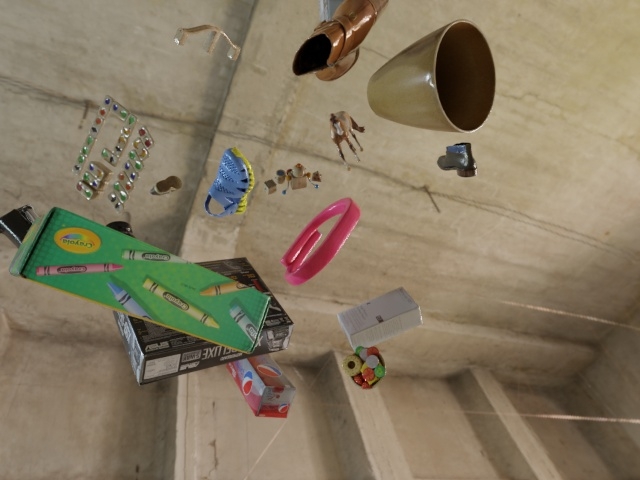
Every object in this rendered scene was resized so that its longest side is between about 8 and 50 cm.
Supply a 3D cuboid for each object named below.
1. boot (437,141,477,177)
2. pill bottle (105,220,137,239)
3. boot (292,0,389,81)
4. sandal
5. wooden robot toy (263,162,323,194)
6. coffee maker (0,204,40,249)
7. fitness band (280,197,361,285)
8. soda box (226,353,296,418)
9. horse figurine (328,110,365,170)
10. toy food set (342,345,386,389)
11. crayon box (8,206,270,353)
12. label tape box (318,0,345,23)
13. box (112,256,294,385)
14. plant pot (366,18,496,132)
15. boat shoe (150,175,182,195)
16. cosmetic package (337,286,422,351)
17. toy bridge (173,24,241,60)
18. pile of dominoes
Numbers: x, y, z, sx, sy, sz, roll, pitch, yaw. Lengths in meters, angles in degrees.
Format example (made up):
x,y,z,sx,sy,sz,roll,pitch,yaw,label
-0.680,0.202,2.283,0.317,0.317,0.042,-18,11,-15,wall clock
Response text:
x,y,z,sx,sy,sz,roll,pitch,yaw,label
0.455,-0.287,1.598,0.082,0.106,0.219,-16,-157,-11,boot
-0.693,0.048,1.655,0.122,0.123,0.219,1,-124,-34,pill bottle
0.016,-0.395,1.017,0.109,0.283,0.220,46,-122,-13,boot
-0.308,-0.174,1.580,0.138,0.317,0.126,-27,-115,-31,sandal
-0.070,-0.180,1.273,0.173,0.079,0.076,-12,-124,-14,wooden robot toy
-0.983,-0.002,1.591,0.171,0.120,0.178,-43,-98,-15,coffee maker
0.000,0.000,1.261,0.054,0.209,0.291,46,-126,-18,fitness band
-0.162,0.356,1.246,0.092,0.084,0.263,15,-174,-29,soda box
0.075,-0.328,1.449,0.175,0.066,0.263,60,-155,-22,horse figurine
0.088,0.247,0.930,0.083,0.082,0.020,54,-170,32,toy food set
-0.224,0.057,0.605,0.278,0.165,0.081,28,-108,-32,crayon box
0.054,-0.850,1.595,0.115,0.348,0.249,-6,-171,-5,label tape box
-0.245,0.144,0.973,0.307,0.077,0.242,-6,-143,-36,box
0.240,-0.363,1.132,0.237,0.237,0.254,-5,-173,-39,plant pot
-0.550,-0.194,1.697,0.056,0.049,0.152,68,-158,-6,boat shoe
0.182,0.241,1.467,0.230,0.086,0.117,-24,-147,-8,cosmetic package
-0.268,-0.497,1.181,0.188,0.063,0.026,-8,-128,-52,toy bridge
-0.542,-0.217,1.224,0.196,0.251,0.040,36,-164,12,pile of dominoes
